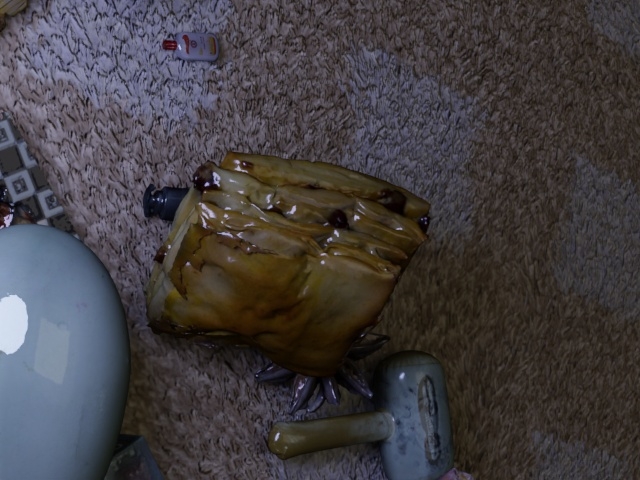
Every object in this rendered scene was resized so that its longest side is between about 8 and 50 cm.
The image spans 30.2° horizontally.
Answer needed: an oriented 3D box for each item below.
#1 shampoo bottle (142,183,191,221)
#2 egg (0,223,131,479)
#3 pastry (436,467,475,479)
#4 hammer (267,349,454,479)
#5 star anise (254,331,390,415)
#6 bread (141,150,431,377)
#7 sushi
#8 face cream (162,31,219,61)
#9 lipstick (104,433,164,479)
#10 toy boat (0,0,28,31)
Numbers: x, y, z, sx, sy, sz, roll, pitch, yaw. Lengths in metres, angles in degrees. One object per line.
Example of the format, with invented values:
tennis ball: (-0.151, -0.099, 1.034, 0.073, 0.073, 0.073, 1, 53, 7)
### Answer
shampoo bottle: (-0.100, -0.035, 1.586, 0.283, 0.101, 0.101, 7, 80, -20)
egg: (-0.327, 0.167, 1.315, 0.229, 0.230, 0.371, 2, 92, -38)
pastry: (0.166, 0.415, 1.712, 0.112, 0.265, 0.103, 40, 52, 19)
hammer: (0.056, 0.271, 1.693, 0.305, 0.113, 0.202, -6, 85, -33)
star anise: (0.002, 0.153, 1.648, 0.195, 0.065, 0.183, -9, 62, -2)
bread: (-0.037, 0.044, 1.489, 0.324, 0.277, 0.167, 10, 40, -23)
sushi: (-0.387, -0.037, 1.418, 0.139, 0.031, 0.201, -35, 109, -28)
face cream: (-0.177, -0.265, 1.617, 0.083, 0.021, 0.040, -4, 87, -38)
lipstick: (-0.193, 0.424, 1.489, 0.079, 0.076, 0.372, -31, 104, -37)
toy boat: (-0.383, -0.288, 1.443, 0.149, 0.047, 0.049, -46, 126, -30)
